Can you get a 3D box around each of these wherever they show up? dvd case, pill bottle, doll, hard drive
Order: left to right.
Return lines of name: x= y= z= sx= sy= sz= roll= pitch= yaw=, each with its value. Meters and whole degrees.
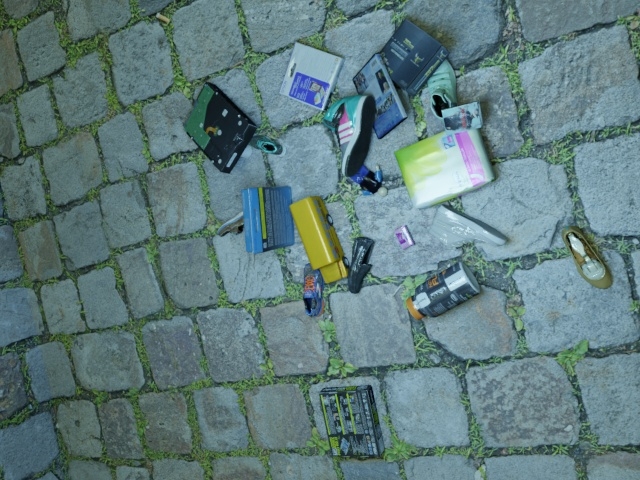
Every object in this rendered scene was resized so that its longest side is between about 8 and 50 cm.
hard drive: x=-0.421 y=-0.466 z=2.076 sx=0.339 sy=0.064 sz=0.237 roll=46 pitch=112 yaw=28
doll: x=0.177 y=-0.232 z=1.889 sx=0.189 sy=0.046 sz=0.129 roll=43 pitch=112 yaw=14
dvd case: x=0.208 y=-0.510 z=1.801 sx=0.253 sy=0.022 sz=0.180 roll=67 pitch=153 yaw=4
pill bottle: x=0.425 y=0.188 z=1.780 sx=0.245 sy=0.130 sz=0.130 roll=-35 pitch=82 yaw=23
dvd case: x=0.461 y=-0.397 z=1.639 sx=0.119 sy=0.013 sz=0.087 roll=-11 pitch=114 yaw=14

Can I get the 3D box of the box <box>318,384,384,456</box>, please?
box: x=0.123 y=0.721 z=2.013 sx=0.216 sy=0.060 sz=0.270 roll=-12 pitch=91 yaw=25

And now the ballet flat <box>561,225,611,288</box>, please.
ballet flat: x=0.845 y=0.060 z=1.612 sx=0.080 sy=0.073 sz=0.232 roll=-36 pitch=81 yaw=23

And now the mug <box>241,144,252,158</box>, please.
mug: x=-0.331 y=-0.367 z=2.088 sx=0.062 sy=0.064 sz=0.078 roll=49 pitch=112 yaw=11

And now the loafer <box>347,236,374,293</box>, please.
loafer: x=0.155 y=0.097 z=1.919 sx=0.078 sy=0.076 sz=0.223 roll=13 pitch=97 yaw=30

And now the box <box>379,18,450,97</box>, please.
box: x=0.305 y=-0.628 z=1.728 sx=0.183 sy=0.059 sz=0.233 roll=-49 pitch=49 yaw=20

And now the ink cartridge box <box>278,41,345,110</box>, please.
ink cartridge box: x=-0.036 y=-0.629 z=1.938 sx=0.208 sy=0.045 sz=0.206 roll=26 pitch=106 yaw=18

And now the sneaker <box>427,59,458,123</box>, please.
sneaker: x=0.405 y=-0.521 z=1.697 sx=0.094 sy=0.151 sz=0.256 roll=-16 pitch=89 yaw=25

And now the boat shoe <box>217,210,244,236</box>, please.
boat shoe: x=-0.360 y=-0.059 z=2.135 sx=0.183 sy=0.066 sz=0.066 roll=-35 pitch=83 yaw=23

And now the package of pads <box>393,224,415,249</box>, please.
package of pads: x=0.310 y=-0.011 z=1.863 sx=0.050 sy=0.032 sz=0.083 roll=-28 pitch=84 yaw=23

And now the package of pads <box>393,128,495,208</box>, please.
package of pads: x=0.431 y=-0.252 z=1.745 sx=0.296 sy=0.101 sz=0.229 roll=-19 pitch=87 yaw=25

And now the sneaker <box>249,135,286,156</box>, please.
sneaker: x=-0.222 y=-0.386 z=2.031 sx=0.166 sy=0.076 sz=0.065 roll=19 pitch=102 yaw=21

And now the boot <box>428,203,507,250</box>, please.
boot: x=0.505 y=-0.016 z=1.754 sx=0.258 sy=0.095 sz=0.123 roll=33 pitch=114 yaw=26

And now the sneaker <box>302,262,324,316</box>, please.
sneaker: x=-0.032 y=0.200 z=2.007 sx=0.083 sy=0.087 sz=0.221 roll=-6 pitch=93 yaw=24

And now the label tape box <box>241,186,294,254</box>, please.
label tape box: x=-0.222 y=-0.082 z=1.924 sx=0.105 sy=0.333 sz=0.241 roll=-2 pitch=95 yaw=24

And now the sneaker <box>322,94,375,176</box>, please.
sneaker: x=0.083 y=-0.394 z=1.856 sx=0.178 sy=0.123 sz=0.296 roll=22 pitch=104 yaw=37

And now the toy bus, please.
toy bus: x=0.000 y=0.000 z=1.947 sx=0.108 sy=0.130 sz=0.333 roll=-22 pitch=87 yaw=24
